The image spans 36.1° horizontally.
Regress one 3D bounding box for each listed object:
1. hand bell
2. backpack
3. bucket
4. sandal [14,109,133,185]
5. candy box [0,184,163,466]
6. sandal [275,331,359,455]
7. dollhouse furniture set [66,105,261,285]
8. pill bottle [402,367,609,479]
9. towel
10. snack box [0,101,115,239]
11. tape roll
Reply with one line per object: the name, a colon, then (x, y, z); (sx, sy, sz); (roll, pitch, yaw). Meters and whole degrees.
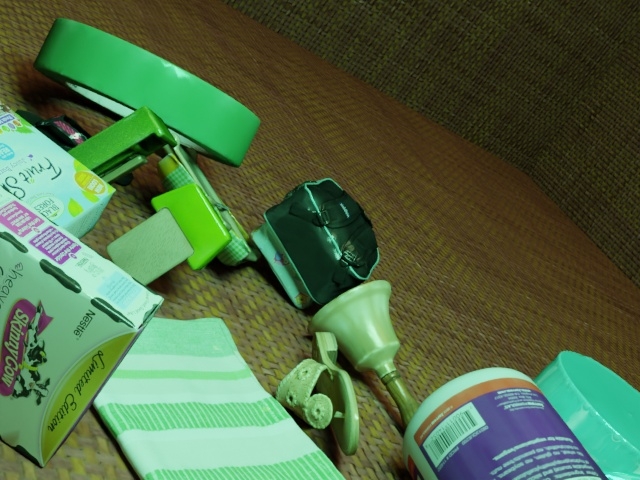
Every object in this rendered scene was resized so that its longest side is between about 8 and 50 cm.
hand bell: (0.095, 0.185, 1.256); (0.126, 0.126, 0.242); (6, 48, -57)
backpack: (0.000, 0.000, 1.395); (0.166, 0.144, 0.188); (56, 25, -2)
bucket: (0.348, 0.291, 1.278); (0.281, 0.183, 0.281); (33, 19, -13)
sandal: (-0.325, -0.135, 1.317); (0.179, 0.040, 0.067); (29, 20, -23)
candy box: (-0.268, 0.050, 0.787); (0.233, 0.159, 0.071); (35, 20, -4)
sandal: (-0.013, 0.174, 1.123); (0.079, 0.088, 0.240); (0, 19, -7)
dollhouse furniture set: (-0.202, -0.026, 1.242); (0.197, 0.151, 0.301); (57, 1, 4)
pill bottle: (0.228, 0.299, 1.043); (0.181, 0.181, 0.323); (22, 24, -37)
towel: (-0.098, 0.187, 0.956); (0.248, 0.038, 0.325); (10, 32, -52)
snack box: (-0.335, -0.046, 0.991); (0.174, 0.070, 0.207); (38, 31, 1)
tape roll: (-0.245, -0.206, 1.399); (0.321, 0.077, 0.321); (25, -3, 1)
